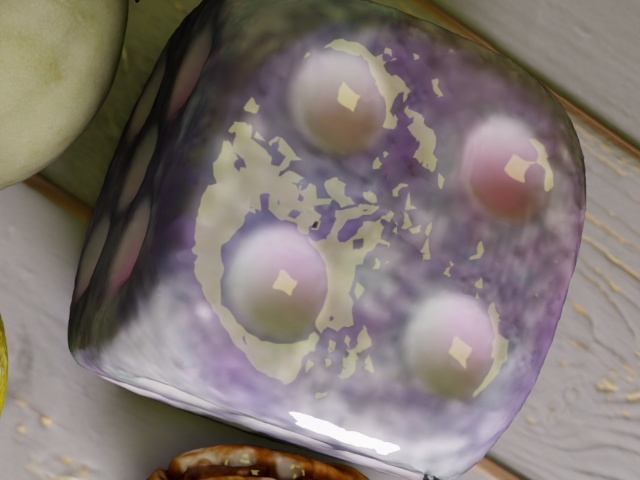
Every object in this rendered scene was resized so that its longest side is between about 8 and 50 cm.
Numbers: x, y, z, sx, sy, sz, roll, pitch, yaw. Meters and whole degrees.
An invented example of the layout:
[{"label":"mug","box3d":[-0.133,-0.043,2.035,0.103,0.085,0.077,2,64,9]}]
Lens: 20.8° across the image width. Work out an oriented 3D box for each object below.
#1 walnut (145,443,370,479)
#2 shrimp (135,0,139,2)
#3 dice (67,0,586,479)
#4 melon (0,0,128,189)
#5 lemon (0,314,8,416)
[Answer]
[{"label":"walnut","box3d":[-0.043,0.199,1.226,0.207,0.116,0.116,10,83,-15]},{"label":"shrimp","box3d":[-0.206,-0.343,1.207,0.172,0.137,0.372,-13,81,16]},{"label":"dice","box3d":[0.000,0.000,1.169,0.270,0.270,0.271,21,80,-17]},{"label":"melon","box3d":[-0.246,-0.148,1.075,0.271,0.308,0.272,6,66,-13]},{"label":"lemon","box3d":[-0.291,0.074,1.108,0.184,0.184,0.248,-44,139,-17]}]
